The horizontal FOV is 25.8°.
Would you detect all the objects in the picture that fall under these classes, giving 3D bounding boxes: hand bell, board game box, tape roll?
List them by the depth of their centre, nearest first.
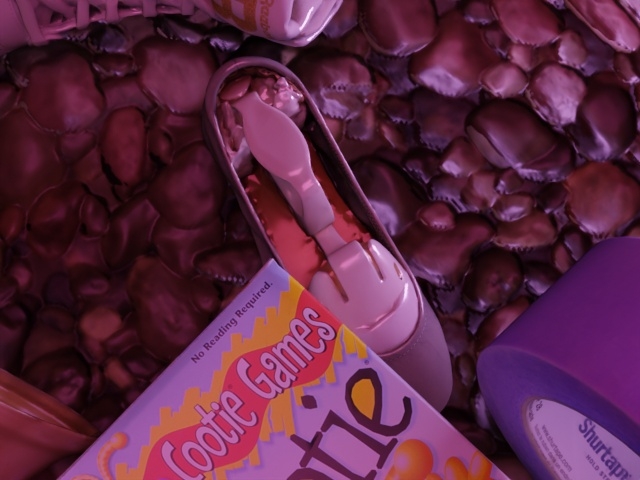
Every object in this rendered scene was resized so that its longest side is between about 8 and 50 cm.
[{"bbox_3d":[0.024,0.164,0.633,0.275,0.142,0.144,42,74,4],"label":"board game box"},{"bbox_3d":[-0.214,0.168,0.640,0.126,0.126,0.242,28,85,1],"label":"hand bell"},{"bbox_3d":[0.167,0.095,0.647,0.080,0.189,0.189,-41,83,-14],"label":"tape roll"}]

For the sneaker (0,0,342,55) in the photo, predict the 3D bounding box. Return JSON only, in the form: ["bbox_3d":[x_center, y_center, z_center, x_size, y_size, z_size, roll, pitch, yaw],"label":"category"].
[{"bbox_3d":[-0.091,-0.144,0.700,0.292,0.108,0.169,-39,60,-15],"label":"sneaker"}]

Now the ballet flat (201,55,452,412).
[{"bbox_3d":[0.000,0.000,0.715,0.072,0.068,0.213,-29,80,-9],"label":"ballet flat"}]
